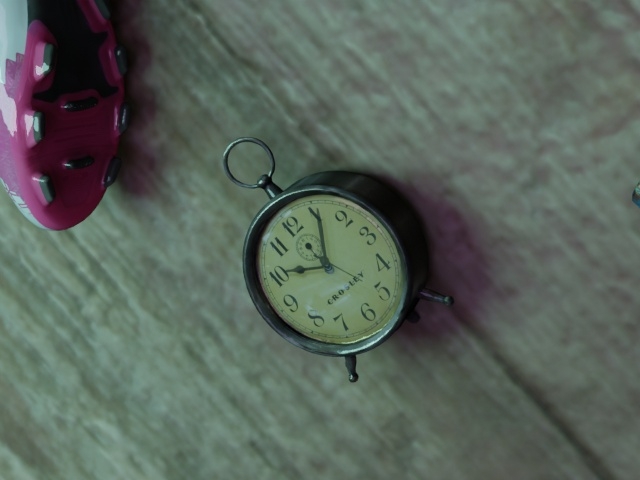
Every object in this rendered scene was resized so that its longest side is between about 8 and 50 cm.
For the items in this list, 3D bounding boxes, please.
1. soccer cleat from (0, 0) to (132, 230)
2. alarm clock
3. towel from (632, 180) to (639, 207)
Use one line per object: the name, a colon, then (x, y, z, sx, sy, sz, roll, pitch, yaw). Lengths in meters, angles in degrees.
soccer cleat: (-0.229, -0.173, 1.315, 0.143, 0.116, 0.331, 9, 113, 38)
alarm clock: (0.000, 0.000, 1.303, 0.129, 0.064, 0.192, -40, 94, 28)
towel: (0.419, -0.038, 1.143, 0.370, 0.040, 0.271, 31, 116, 8)
